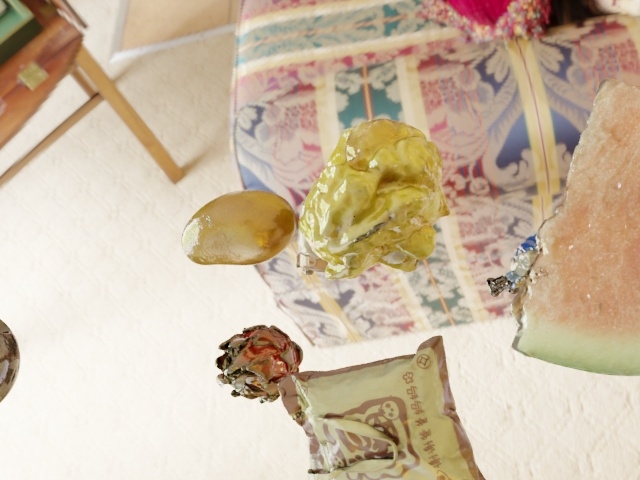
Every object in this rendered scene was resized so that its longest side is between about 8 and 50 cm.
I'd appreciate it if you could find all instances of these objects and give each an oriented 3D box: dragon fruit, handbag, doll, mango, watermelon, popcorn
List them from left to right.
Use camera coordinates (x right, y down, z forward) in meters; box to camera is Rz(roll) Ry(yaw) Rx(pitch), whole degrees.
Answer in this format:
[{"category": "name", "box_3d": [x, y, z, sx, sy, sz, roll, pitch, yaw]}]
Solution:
[{"category": "mango", "box_3d": [-0.146, -0.016, 1.423, 0.227, 0.136, 0.099, -16, 27, 26]}, {"category": "dragon fruit", "box_3d": [-0.128, 0.263, 1.781, 0.182, 0.182, 0.189, -7, 22, 18]}, {"category": "popcorn", "box_3d": [0.086, -0.059, 1.331, 0.286, 0.252, 0.215, -55, 48, 41]}, {"category": "handbag", "box_3d": [0.081, 0.242, 1.068, 0.235, 0.213, 0.127, -15, 12, 24]}, {"category": "doll", "box_3d": [0.323, 0.030, 1.242, 0.096, 0.195, 0.070, -12, 66, -29]}, {"category": "watermelon", "box_3d": [0.305, -0.002, 0.657, 0.310, 0.193, 0.232, -40, 39, 41]}]

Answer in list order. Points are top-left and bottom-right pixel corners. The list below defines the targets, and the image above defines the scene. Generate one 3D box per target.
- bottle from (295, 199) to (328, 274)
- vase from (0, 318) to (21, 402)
[{"category": "bottle", "box_3d": [0.000, 0.000, 1.662, 0.099, 0.099, 0.152, 12, 101, 27]}, {"category": "vase", "box_3d": [-0.345, 0.089, 0.766, 0.120, 0.183, 0.120, 6, 46, -7]}]
